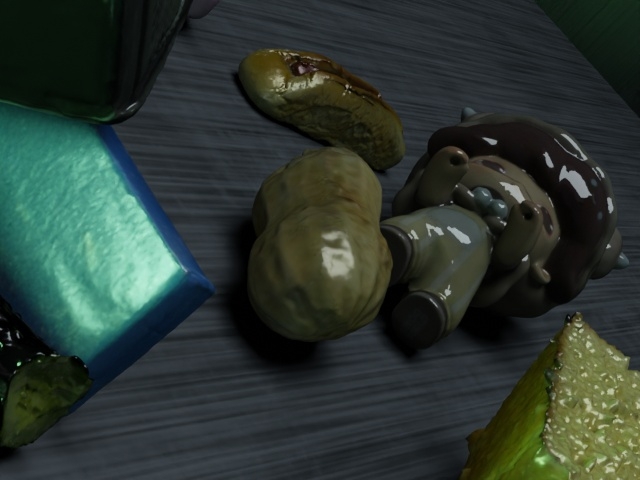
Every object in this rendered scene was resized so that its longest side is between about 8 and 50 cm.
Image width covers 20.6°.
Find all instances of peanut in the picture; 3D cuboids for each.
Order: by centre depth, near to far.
[{"bbox_3d":[0.000,0.000,1.556,0.130,0.130,0.290,38,22,-18],"label":"peanut"}]

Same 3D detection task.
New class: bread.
[{"bbox_3d":[0.202,0.217,1.447,0.194,0.179,0.340,41,23,-3],"label":"bread"}]

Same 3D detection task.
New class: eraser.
[{"bbox_3d":[-0.203,-0.040,1.219,0.312,0.144,0.043,56,12,28],"label":"eraser"}]

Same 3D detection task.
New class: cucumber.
[{"bbox_3d":[-0.269,0.004,1.118,0.303,0.081,0.072,46,-23,15],"label":"cucumber"}]

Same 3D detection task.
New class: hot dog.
[{"bbox_3d":[0.013,-0.154,1.949,0.242,0.073,0.084,25,23,-43],"label":"hot dog"}]

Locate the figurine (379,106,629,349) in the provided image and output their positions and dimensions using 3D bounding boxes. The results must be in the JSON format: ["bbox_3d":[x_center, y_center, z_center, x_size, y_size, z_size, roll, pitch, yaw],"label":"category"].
[{"bbox_3d":[0.166,-0.006,1.808,0.248,0.203,0.380,42,31,12],"label":"figurine"}]

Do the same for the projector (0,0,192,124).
[{"bbox_3d":[-0.246,-0.320,1.203,0.395,0.242,0.405,14,52,3],"label":"projector"}]

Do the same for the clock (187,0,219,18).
[{"bbox_3d":[-0.229,-0.398,1.906,0.296,0.113,0.322,31,23,-31],"label":"clock"}]
